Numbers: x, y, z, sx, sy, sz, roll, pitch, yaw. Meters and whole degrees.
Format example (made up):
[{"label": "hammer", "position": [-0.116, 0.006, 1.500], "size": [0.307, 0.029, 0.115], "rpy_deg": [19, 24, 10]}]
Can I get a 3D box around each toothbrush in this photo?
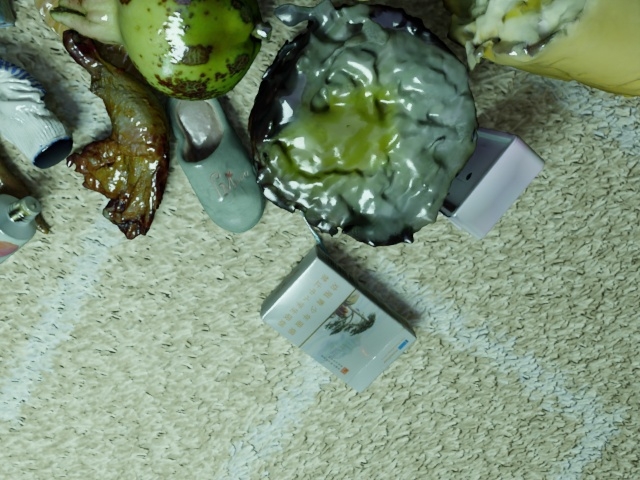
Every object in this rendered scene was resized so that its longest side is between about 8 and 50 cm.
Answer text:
[{"label": "toothbrush", "position": [0.000, 0.000, 0.989], "size": [0.014, 0.011, 0.167], "rpy_deg": [-30, 105, -2]}]

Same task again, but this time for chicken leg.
[{"label": "chicken leg", "position": [-0.308, -0.154, 0.878], "size": [0.178, 0.083, 0.322], "rpy_deg": [14, 117, 9]}]

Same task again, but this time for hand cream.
[{"label": "hand cream", "position": [-0.567, 0.020, 0.902], "size": [0.341, 0.077, 0.124], "rpy_deg": [-28, 107, 18]}]

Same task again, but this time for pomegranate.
[{"label": "pomegranate", "position": [-0.213, -0.301, 0.774], "size": [0.277, 0.204, 0.221], "rpy_deg": [-2, 115, -24]}]

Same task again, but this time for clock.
[{"label": "clock", "position": [0.237, -0.094, 0.886], "size": [0.063, 0.197, 0.150], "rpy_deg": [36, 99, -14]}]

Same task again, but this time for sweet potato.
[{"label": "sweet potato", "position": [-0.510, -0.094, 0.897], "size": [0.068, 0.068, 0.226], "rpy_deg": [-34, 105, 5]}]

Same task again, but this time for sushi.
[{"label": "sushi", "position": [0.044, -0.166, 0.802], "size": [0.282, 0.294, 0.299], "rpy_deg": [15, 102, -9]}]

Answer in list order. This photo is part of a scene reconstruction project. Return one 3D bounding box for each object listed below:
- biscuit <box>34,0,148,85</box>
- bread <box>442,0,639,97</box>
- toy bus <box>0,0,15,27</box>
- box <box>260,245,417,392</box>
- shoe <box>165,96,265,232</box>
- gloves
[{"label": "biscuit", "position": [-0.325, -0.330, 0.866], "size": [0.145, 0.033, 0.224], "rpy_deg": [-36, 105, 6]}, {"label": "bread", "position": [0.337, -0.352, 0.762], "size": [0.395, 0.250, 0.360], "rpy_deg": [7, 82, -35]}, {"label": "toy bus", "position": [-0.514, -0.456, 0.764], "size": [0.109, 0.136, 0.329], "rpy_deg": [-9, 106, -5]}, {"label": "box", "position": [0.032, 0.140, 0.993], "size": [0.233, 0.067, 0.149], "rpy_deg": [40, 105, -14]}, {"label": "shoe", "position": [-0.167, -0.123, 0.899], "size": [0.103, 0.100, 0.250], "rpy_deg": [-25, 102, 3]}, {"label": "gloves", "position": [-0.463, -0.206, 0.849], "size": [0.229, 0.097, 0.119], "rpy_deg": [43, 131, -8]}]
